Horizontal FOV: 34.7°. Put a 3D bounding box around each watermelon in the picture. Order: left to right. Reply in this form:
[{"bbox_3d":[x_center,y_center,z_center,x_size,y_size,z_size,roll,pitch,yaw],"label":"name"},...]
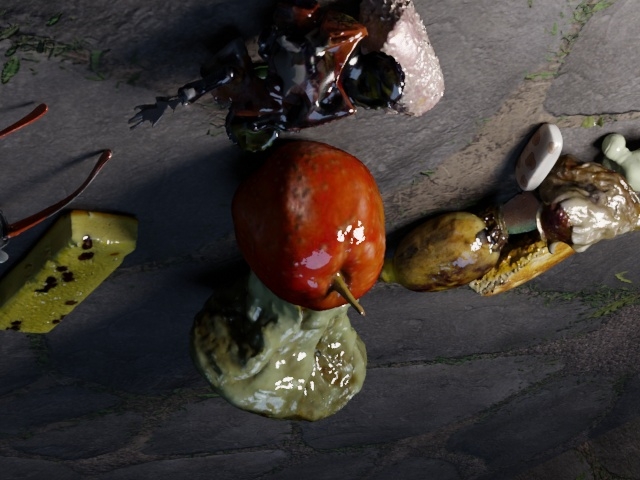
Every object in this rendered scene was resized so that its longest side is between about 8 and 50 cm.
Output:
[{"bbox_3d":[0.417,-0.055,2.126,0.155,0.080,0.101,-35,180,28],"label":"watermelon"}]

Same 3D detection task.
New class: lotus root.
[{"bbox_3d":[0.254,0.030,2.101,0.314,0.141,0.169,-24,153,22],"label":"lotus root"}]

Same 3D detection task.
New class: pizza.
[{"bbox_3d":[0.460,0.014,2.163,0.335,0.086,0.226,-26,161,-12],"label":"pizza"}]

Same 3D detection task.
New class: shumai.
[{"bbox_3d":[-0.043,0.149,2.049,0.397,0.324,0.323,1,134,-33],"label":"shumai"},{"bbox_3d":[0.506,-0.040,1.972,0.218,0.185,0.184,36,170,-20],"label":"shumai"}]

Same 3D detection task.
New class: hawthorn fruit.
[{"bbox_3d":[0.000,0.000,1.760,0.287,0.330,0.287,-20,148,-13],"label":"hawthorn fruit"}]

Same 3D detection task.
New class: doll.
[{"bbox_3d":[0.681,-0.162,1.976,0.275,0.113,0.155,-11,145,-4],"label":"doll"}]

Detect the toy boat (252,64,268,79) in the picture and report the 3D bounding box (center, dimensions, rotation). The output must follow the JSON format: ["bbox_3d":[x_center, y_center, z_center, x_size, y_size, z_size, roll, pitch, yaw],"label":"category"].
[{"bbox_3d":[-0.021,-0.237,1.614,0.210,0.052,0.104,-7,130,-14],"label":"toy boat"}]

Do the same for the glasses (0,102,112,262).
[{"bbox_3d":[-0.487,-0.087,1.614,0.268,0.118,0.234,-23,148,17],"label":"glasses"}]

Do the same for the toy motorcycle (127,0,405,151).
[{"bbox_3d":[-0.088,-0.235,1.489,0.401,0.134,0.207,-17,109,21],"label":"toy motorcycle"}]

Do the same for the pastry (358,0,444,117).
[{"bbox_3d":[0.125,-0.267,1.564,0.103,0.112,0.265,-33,153,-2],"label":"pastry"}]

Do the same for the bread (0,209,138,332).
[{"bbox_3d":[-0.488,0.063,1.911,0.138,0.077,0.361,13,141,-40],"label":"bread"}]

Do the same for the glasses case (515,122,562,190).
[{"bbox_3d":[0.410,-0.156,1.925,0.041,0.063,0.164,-6,151,-18],"label":"glasses case"}]
